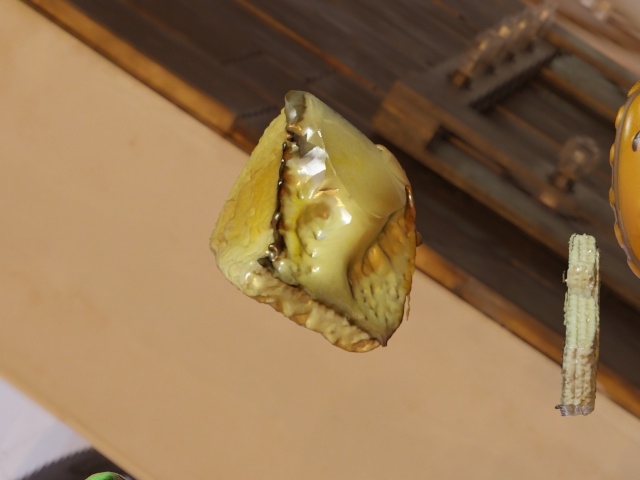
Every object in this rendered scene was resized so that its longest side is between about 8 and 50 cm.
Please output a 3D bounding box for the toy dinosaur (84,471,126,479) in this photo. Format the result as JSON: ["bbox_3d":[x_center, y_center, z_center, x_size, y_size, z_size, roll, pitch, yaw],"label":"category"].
[{"bbox_3d":[-0.106,0.394,0.982,0.144,0.374,0.500,-33,8,19],"label":"toy dinosaur"}]

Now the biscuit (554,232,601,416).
[{"bbox_3d":[0.297,0.109,1.576,0.250,0.046,0.147,-67,-22,-59],"label":"biscuit"}]

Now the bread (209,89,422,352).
[{"bbox_3d":[0.000,0.000,1.457,0.162,0.204,0.262,-39,30,47],"label":"bread"}]

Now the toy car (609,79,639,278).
[{"bbox_3d":[0.383,-0.051,1.142,0.341,0.240,0.271,-2,-91,-65],"label":"toy car"}]
